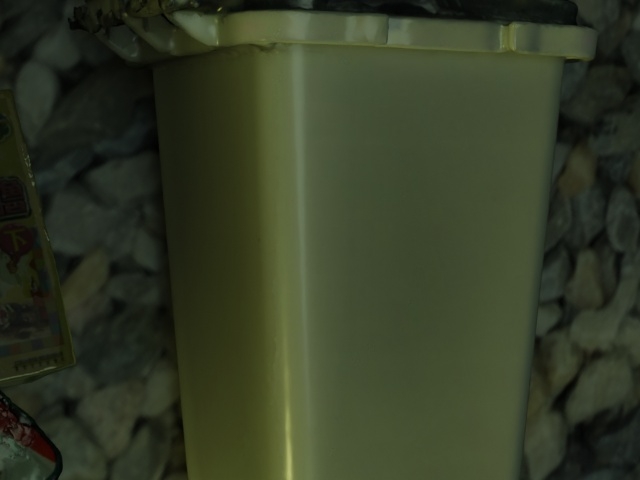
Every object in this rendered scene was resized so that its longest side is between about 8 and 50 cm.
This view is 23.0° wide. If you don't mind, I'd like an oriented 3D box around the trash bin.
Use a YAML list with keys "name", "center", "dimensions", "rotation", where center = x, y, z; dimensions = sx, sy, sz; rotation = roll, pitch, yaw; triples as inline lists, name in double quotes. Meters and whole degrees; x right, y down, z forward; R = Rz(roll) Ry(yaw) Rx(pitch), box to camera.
- name: "trash bin"
  center: [0.000, 0.000, 1.019]
  dimensions: [0.296, 0.256, 0.368]
  rotation: [-1, 93, -28]

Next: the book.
- name: "book"
  center: [-0.254, 0.007, 0.993]
  dimensions: [0.168, 0.013, 0.192]
  rotation: [-11, 81, -27]

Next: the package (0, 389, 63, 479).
- name: "package"
  center: [-0.282, 0.165, 0.962]
  dimensions: [0.166, 0.040, 0.232]
  rotation: [49, 65, -13]
